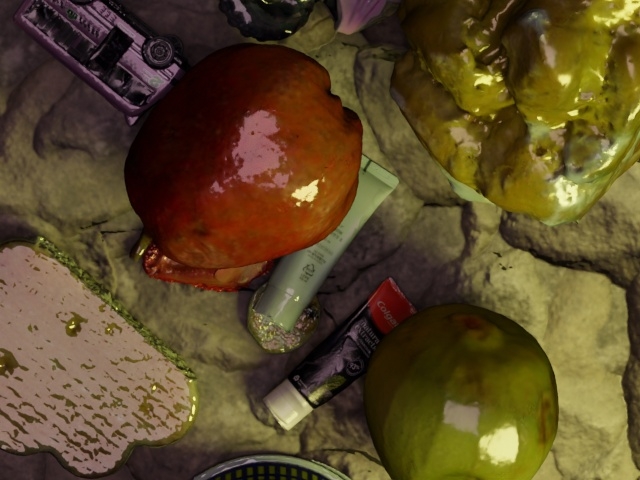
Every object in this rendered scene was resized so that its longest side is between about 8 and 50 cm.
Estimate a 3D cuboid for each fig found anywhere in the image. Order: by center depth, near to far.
[{"bbox_3d":[0.150,0.183,1.647,0.207,0.207,0.230,-14,105,0],"label":"fig"}]

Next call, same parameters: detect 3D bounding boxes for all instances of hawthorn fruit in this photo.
[{"bbox_3d":[-0.087,-0.067,1.582,0.261,0.224,0.224,-36,99,-9],"label":"hawthorn fruit"}]

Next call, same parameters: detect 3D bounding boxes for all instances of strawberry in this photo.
[{"bbox_3d":[-0.115,0.010,1.691,0.152,0.048,0.104,-17,96,-3],"label":"strawberry"}]

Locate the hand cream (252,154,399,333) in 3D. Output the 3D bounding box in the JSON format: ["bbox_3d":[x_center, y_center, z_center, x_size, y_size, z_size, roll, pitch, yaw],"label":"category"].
[{"bbox_3d":[0.000,0.000,1.688,0.078,0.050,0.205,33,83,-10],"label":"hand cream"}]

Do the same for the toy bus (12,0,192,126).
[{"bbox_3d":[-0.221,-0.203,1.636,0.178,0.087,0.098,39,98,-4],"label":"toy bus"}]

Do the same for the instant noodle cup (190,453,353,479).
[{"bbox_3d":[-0.049,0.391,1.618,0.284,0.312,0.284,0,99,-2],"label":"instant noodle cup"}]

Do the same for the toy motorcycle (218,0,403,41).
[{"bbox_3d":[0.016,-0.344,1.604,0.188,0.143,0.327,17,83,-13],"label":"toy motorcycle"}]

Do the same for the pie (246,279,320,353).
[{"bbox_3d":[-0.041,0.082,1.719,0.085,0.017,0.085,-1,100,-5],"label":"pie"}]

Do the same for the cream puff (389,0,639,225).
[{"bbox_3d":[0.225,-0.203,1.535,0.275,0.378,0.378,41,96,13],"label":"cream puff"}]

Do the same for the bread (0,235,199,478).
[{"bbox_3d":[-0.279,0.139,1.699,0.207,0.056,0.286,-43,98,1],"label":"bread"}]

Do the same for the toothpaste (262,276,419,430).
[{"bbox_3d":[0.023,0.124,1.718,0.193,0.045,0.071,-38,98,-2],"label":"toothpaste"}]
